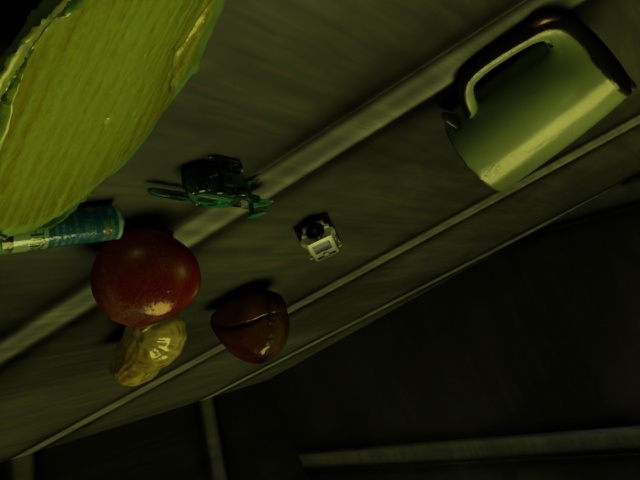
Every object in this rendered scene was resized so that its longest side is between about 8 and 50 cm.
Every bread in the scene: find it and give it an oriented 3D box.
[{"bbox_3d":[-0.169,-0.121,0.488,0.301,0.045,0.301,-54,-176,5],"label":"bread"}]

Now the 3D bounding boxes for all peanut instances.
[{"bbox_3d":[-0.397,0.241,1.425,0.147,0.147,0.305,-14,164,-34],"label":"peanut"}]

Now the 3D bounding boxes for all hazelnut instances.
[{"bbox_3d":[-0.184,0.216,1.607,0.208,0.208,0.208,-23,164,-7],"label":"hazelnut"}]

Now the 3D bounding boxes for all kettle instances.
[{"bbox_3d":[0.324,-0.222,0.979,0.240,0.165,0.255,25,135,-32],"label":"kettle"}]

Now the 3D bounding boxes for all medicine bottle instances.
[{"bbox_3d":[-0.352,-0.014,0.809,0.191,0.051,0.051,-11,159,-43],"label":"medicine bottle"}]

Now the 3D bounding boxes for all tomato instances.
[{"bbox_3d":[-0.272,0.061,0.972,0.167,0.167,0.167,-23,164,-7],"label":"tomato"}]

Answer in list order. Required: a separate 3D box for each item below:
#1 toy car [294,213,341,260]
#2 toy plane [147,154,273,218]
[{"bbox_3d":[0.000,0.000,1.347,0.080,0.070,0.170,-25,165,2],"label":"toy car"},{"bbox_3d":[-0.141,-0.070,0.932,0.096,0.060,0.235,-24,163,28],"label":"toy plane"}]
